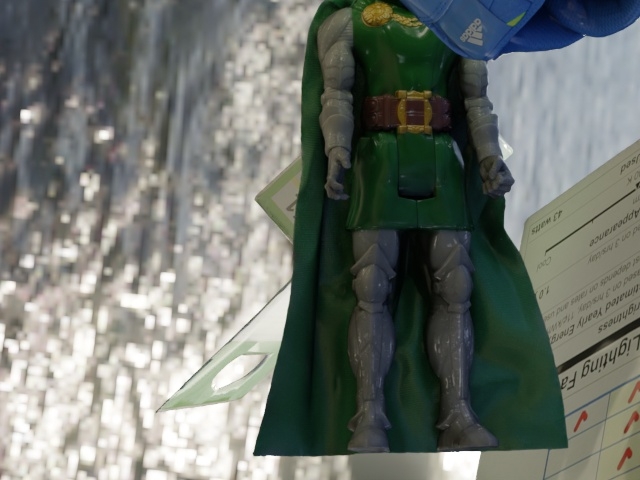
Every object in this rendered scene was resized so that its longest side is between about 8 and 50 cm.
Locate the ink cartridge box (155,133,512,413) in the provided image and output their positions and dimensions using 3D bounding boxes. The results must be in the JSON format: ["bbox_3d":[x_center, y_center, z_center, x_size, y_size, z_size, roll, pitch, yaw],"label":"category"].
[{"bbox_3d":[0.000,0.000,0.969,0.235,0.056,0.171,-41,169,8],"label":"ink cartridge box"}]

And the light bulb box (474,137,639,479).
[{"bbox_3d":[0.265,0.111,0.937,0.358,0.225,0.361,-41,-151,55],"label":"light bulb box"}]

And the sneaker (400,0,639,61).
[{"bbox_3d":[0.089,-0.139,0.645,0.240,0.126,0.091,-41,175,-36],"label":"sneaker"}]

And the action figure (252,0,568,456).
[{"bbox_3d":[0.037,-0.025,0.725,0.063,0.137,0.232,142,-53,-73],"label":"action figure"}]
